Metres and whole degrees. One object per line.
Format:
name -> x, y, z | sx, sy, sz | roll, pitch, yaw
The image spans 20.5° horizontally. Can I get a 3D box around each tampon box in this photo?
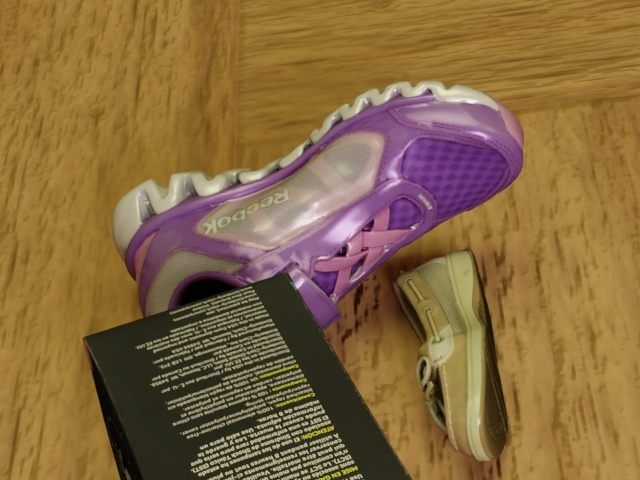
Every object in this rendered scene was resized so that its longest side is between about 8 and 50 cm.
tampon box -> -0.027, 0.116, 0.776 | 0.101, 0.120, 0.161 | -18, 38, -11

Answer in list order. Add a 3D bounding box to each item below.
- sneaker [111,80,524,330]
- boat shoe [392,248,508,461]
sneaker -> 0.000, 0.000, 0.928 | 0.236, 0.095, 0.104 | -21, 44, 17
boat shoe -> 0.063, 0.058, 0.887 | 0.048, 0.056, 0.153 | -13, 34, 8
